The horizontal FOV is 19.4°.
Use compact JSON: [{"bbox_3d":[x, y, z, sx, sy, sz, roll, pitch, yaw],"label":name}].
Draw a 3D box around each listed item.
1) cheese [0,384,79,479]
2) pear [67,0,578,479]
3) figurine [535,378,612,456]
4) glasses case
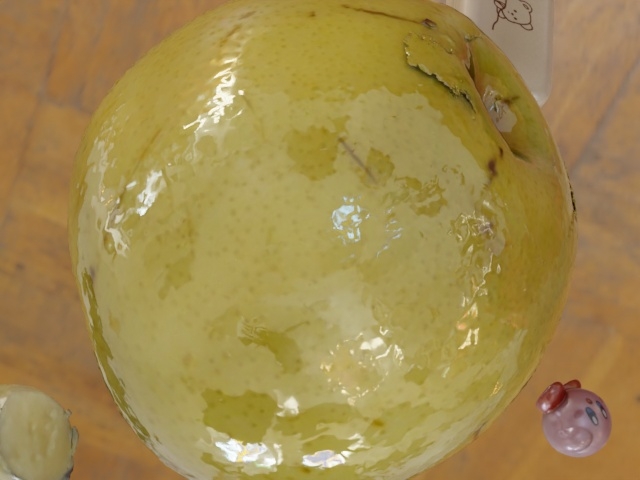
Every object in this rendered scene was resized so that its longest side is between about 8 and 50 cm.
[{"bbox_3d":[-0.335,0.197,1.875,0.167,0.094,0.123,-5,140,40],"label":"cheese"},{"bbox_3d":[0.000,0.000,1.235,0.348,0.348,0.348,8,135,8],"label":"pear"},{"bbox_3d":[0.249,0.175,1.819,0.071,0.083,0.067,46,124,19],"label":"figurine"},{"bbox_3d":[0.138,-0.165,1.457,0.083,0.196,0.050,23,133,-15],"label":"glasses case"}]
